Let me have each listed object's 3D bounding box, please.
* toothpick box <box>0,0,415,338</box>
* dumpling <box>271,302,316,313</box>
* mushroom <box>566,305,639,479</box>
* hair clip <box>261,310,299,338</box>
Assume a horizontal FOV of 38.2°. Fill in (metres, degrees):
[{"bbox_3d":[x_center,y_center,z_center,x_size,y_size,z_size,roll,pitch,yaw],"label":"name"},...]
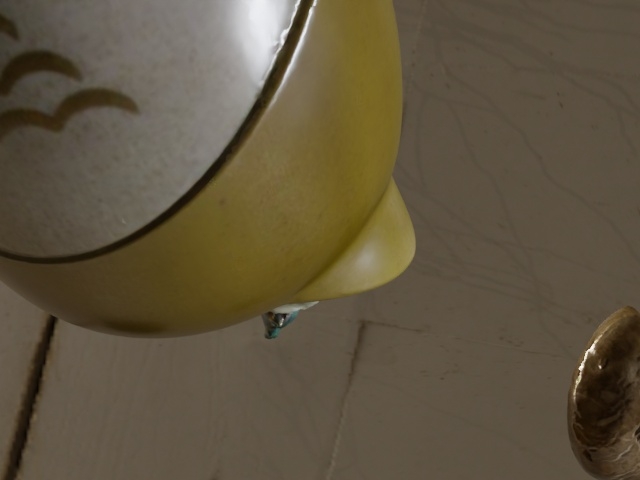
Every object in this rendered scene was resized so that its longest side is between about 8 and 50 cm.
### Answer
[{"bbox_3d":[-0.133,-0.136,0.752,0.409,0.409,0.425,-9,-58,21],"label":"toothpick box"},{"bbox_3d":[-0.018,-0.004,1.168,0.162,0.132,0.250,15,-62,-2],"label":"dumpling"},{"bbox_3d":[0.403,0.236,1.253,0.151,0.156,0.285,-25,-65,-11],"label":"mushroom"},{"bbox_3d":[0.001,-0.001,1.510,0.095,0.110,0.358,26,-119,24],"label":"hair clip"}]
